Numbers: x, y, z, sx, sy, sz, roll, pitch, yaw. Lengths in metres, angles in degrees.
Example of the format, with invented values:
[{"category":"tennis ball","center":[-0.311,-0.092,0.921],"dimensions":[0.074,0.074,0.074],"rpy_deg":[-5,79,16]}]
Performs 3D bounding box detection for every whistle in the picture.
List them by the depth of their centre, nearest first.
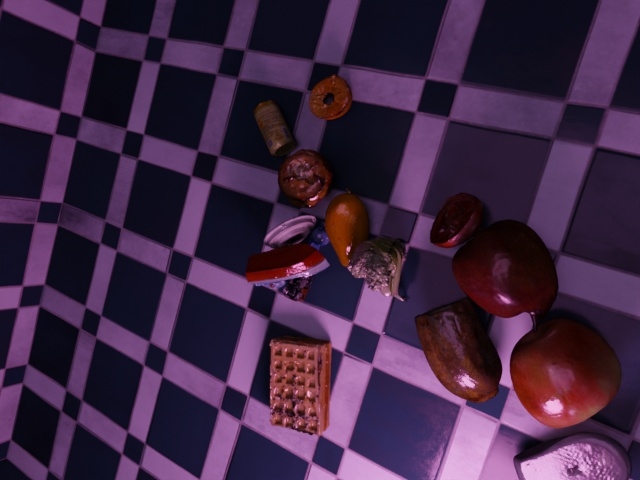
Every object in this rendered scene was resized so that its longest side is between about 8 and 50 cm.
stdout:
[{"category":"whistle","center":[0.000,0.000,1.914],"dimensions":[0.090,0.090,0.158],"rpy_deg":[12,96,25]}]

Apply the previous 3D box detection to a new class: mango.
[{"category":"mango","center":[0.106,-0.051,1.843],"dimensions":[0.176,0.119,0.316],"rpy_deg":[-5,99,8]}]

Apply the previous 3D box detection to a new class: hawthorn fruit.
[{"category":"hawthorn fruit","center":[0.603,0.095,1.506],"dimensions":[0.325,0.308,0.308],"rpy_deg":[34,104,46]}]

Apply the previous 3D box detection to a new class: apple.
[{"category":"apple","center":[0.740,0.399,1.433],"dimensions":[0.319,0.319,0.277],"rpy_deg":[-44,68,18]}]

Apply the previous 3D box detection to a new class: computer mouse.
[{"category":"computer mouse","center":[0.805,0.732,1.501],"dimensions":[0.371,0.122,0.188],"rpy_deg":[-38,70,27]}]

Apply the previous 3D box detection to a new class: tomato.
[{"category":"tomato","center":[0.491,-0.058,1.638],"dimensions":[0.101,0.228,0.228],"rpy_deg":[36,108,-18]}]

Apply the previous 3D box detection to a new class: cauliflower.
[{"category":"cauliflower","center":[0.234,0.120,1.743],"dimensions":[0.239,0.256,0.315],"rpy_deg":[-23,109,5]}]

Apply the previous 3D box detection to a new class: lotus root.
[{"category":"lotus root","center":[0.481,0.380,1.599],"dimensions":[0.250,0.250,0.346],"rpy_deg":[-29,84,22]}]

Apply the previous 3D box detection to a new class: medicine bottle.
[{"category":"medicine bottle","center":[-0.201,-0.488,2.000],"dimensions":[0.124,0.124,0.239],"rpy_deg":[-30,76,22]}]

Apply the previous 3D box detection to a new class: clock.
[{"category":"clock","center":[-0.116,-0.022,1.882],"dimensions":[0.236,0.236,0.053],"rpy_deg":[-33,70,21]}]

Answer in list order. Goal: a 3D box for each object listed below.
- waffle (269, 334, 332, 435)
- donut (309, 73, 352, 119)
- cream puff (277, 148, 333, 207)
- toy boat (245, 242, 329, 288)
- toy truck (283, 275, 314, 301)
[{"category":"waffle","center":[-0.089,0.594,1.928],"dimensions":[0.261,0.114,0.376],"rpy_deg":[2,90,25]},{"category":"donut","center":[0.049,-0.580,1.908],"dimensions":[0.190,0.075,0.174],"rpy_deg":[-31,77,26]},{"category":"cream puff","center":[-0.056,-0.249,1.904],"dimensions":[0.240,0.164,0.240],"rpy_deg":[-5,74,18]},{"category":"toy boat","center":[-0.128,0.111,1.857],"dimensions":[0.332,0.133,0.145],"rpy_deg":[-13,40,14]},{"category":"toy truck","center":[-0.079,0.159,1.946],"dimensions":[0.083,0.092,0.192],"rpy_deg":[22,90,24]}]
